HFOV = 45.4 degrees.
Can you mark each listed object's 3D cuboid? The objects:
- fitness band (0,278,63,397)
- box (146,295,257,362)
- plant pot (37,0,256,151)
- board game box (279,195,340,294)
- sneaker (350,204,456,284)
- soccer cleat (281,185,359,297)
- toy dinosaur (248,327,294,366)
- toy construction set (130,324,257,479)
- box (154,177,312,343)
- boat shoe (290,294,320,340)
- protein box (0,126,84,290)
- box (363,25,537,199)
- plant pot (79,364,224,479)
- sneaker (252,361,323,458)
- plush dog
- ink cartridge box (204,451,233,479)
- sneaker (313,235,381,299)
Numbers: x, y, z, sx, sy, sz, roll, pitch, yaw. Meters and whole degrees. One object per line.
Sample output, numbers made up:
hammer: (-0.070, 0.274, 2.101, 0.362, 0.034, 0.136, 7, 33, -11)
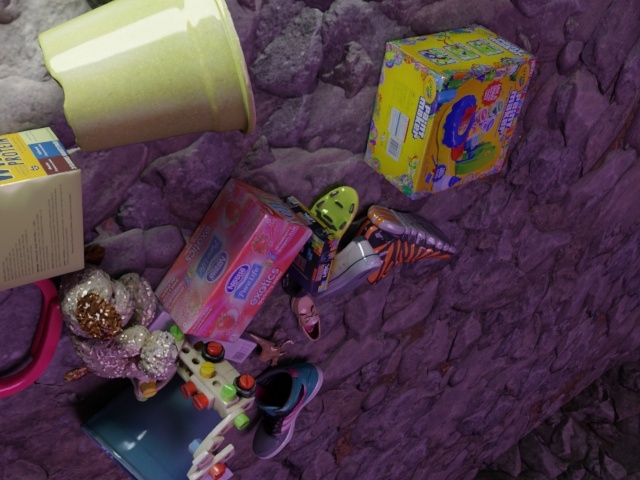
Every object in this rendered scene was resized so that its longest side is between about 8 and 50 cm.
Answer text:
fitness band: (-0.577, 0.165, 1.372, 0.209, 0.054, 0.291, 0, 123, -40)
box: (-0.267, 0.199, 1.680, 0.067, 0.063, 0.324, -51, 142, 8)
plant pot: (-0.264, -0.253, 1.132, 0.254, 0.276, 0.276, -20, 137, -13)
board game box: (-0.041, 0.008, 1.627, 0.048, 0.170, 0.141, -14, 132, -37)
sneaker: (0.191, 0.025, 1.923, 0.321, 0.124, 0.180, 17, 116, -38)
soccer cleat: (-0.001, 0.000, 1.749, 0.289, 0.093, 0.121, -61, 171, 12)
toy dinosaur: (-0.117, 0.263, 1.889, 0.092, 0.053, 0.183, -38, 142, -8)
toy construction set: (-0.258, 0.307, 1.510, 0.215, 0.328, 0.151, -25, 161, -41)
box: (-0.179, 0.044, 1.554, 0.154, 0.142, 0.300, 22, 108, -50)
boat shoe: (-0.028, 0.188, 1.897, 0.063, 0.059, 0.170, -33, 141, -15)
protein box: (-0.490, -0.043, 1.186, 0.201, 0.136, 0.200, -17, 135, -33)
box: (0.274, -0.281, 1.654, 0.279, 0.177, 0.290, -19, 136, -32)
plant pot: (-0.330, 0.403, 1.663, 0.255, 0.271, 0.272, -46, 145, -23)
sneaker: (-0.123, 0.442, 1.987, 0.178, 0.124, 0.295, 22, 100, -56)
plush dog: (-0.395, 0.136, 1.369, 0.210, 0.262, 0.225, -24, 131, -13)
ink cartridge box: (-0.322, 0.627, 2.025, 0.150, 0.063, 0.109, -36, 142, -12)
sneaker: (0.056, 0.066, 1.811, 0.094, 0.091, 0.258, -7, 161, -36)
